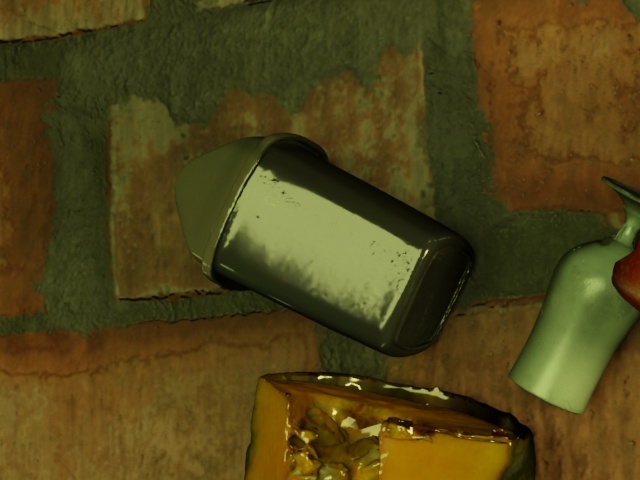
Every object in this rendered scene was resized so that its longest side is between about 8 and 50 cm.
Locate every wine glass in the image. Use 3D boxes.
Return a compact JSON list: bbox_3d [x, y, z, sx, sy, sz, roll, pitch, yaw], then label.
[{"bbox_3d":[0.281,0.058,1.933,0.103,0.103,0.231,30,101,24],"label":"wine glass"}]

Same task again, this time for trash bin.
[{"bbox_3d":[0.000,0.000,2.016,0.290,0.209,0.182,27,94,19],"label":"trash bin"}]

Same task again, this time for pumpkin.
[{"bbox_3d":[0.072,0.257,1.928,0.303,0.256,0.225,22,99,49],"label":"pumpkin"}]

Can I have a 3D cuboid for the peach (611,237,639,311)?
[{"bbox_3d":[0.458,0.046,1.762,0.361,0.258,0.201,-18,72,18],"label":"peach"}]
